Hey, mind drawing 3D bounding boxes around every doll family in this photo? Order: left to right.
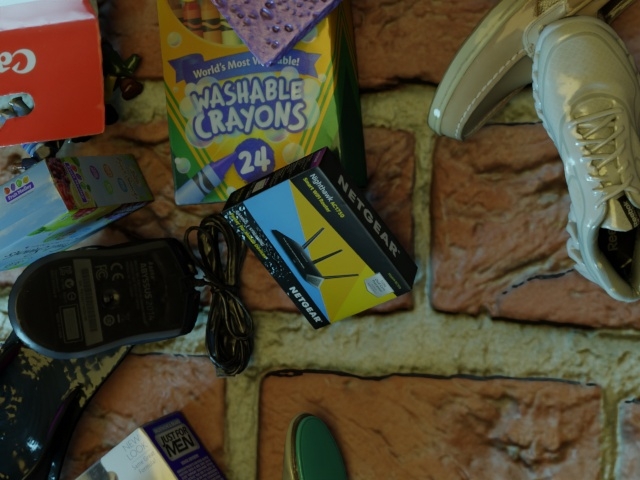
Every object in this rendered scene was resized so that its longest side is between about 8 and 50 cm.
[{"bbox_3d":[-0.289,-0.152,1.647,0.193,0.076,0.111,-42,84,22],"label":"doll family"}]

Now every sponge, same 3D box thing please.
[{"bbox_3d":[-0.016,-0.293,1.471,0.210,0.031,0.117,-42,82,15],"label":"sponge"}]

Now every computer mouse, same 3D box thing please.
[{"bbox_3d":[-0.216,0.070,1.591,0.272,0.072,0.189,-4,90,-18],"label":"computer mouse"}]

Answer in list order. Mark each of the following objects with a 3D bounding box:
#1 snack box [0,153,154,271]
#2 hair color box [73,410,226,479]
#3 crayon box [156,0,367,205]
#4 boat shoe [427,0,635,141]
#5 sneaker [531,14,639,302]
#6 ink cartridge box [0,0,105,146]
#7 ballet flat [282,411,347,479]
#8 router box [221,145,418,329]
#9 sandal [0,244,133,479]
[{"bbox_3d":[-0.311,-0.029,1.588,0.174,0.207,0.070,-27,84,18],"label":"snack box"},{"bbox_3d":[-0.152,0.389,1.616,0.185,0.110,0.339,-40,79,19],"label":"hair color box"},{"bbox_3d":[-0.069,-0.207,1.555,0.203,0.083,0.323,-5,92,20],"label":"crayon box"},{"bbox_3d":[0.245,-0.218,1.422,0.110,0.121,0.341,45,105,12],"label":"boat shoe"},{"bbox_3d":[0.278,-0.076,1.377,0.110,0.118,0.292,-14,110,8],"label":"sneaker"},{"bbox_3d":[-0.408,-0.297,1.595,0.308,0.091,0.385,-5,90,21],"label":"ink cartridge box"},{"bbox_3d":[0.000,0.316,1.575,0.086,0.086,0.248,-22,87,20],"label":"ballet flat"},{"bbox_3d":[0.000,0.000,1.511,0.133,0.046,0.179,-25,116,30],"label":"router box"},{"bbox_3d":[-0.354,0.204,1.645,0.167,0.107,0.446,30,97,4],"label":"sandal"}]
